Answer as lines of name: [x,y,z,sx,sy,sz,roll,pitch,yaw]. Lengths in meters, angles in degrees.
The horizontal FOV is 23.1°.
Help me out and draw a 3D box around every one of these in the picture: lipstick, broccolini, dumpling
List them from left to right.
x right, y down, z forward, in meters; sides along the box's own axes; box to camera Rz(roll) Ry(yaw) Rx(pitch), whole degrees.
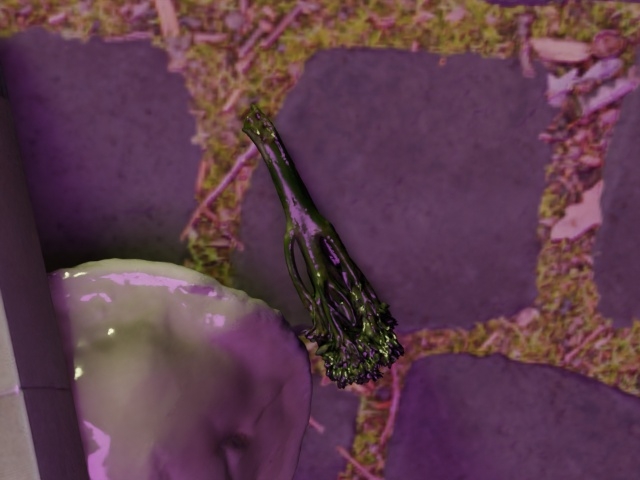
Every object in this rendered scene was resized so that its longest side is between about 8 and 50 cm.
lipstick: [-0.205,0.034,0.914,0.076,0.080,0.371,-15,82,11]
dumpling: [-0.109,0.129,1.042,0.227,0.175,0.243,-26,152,-13]
broccolini: [-0.012,0.005,1.049,0.058,0.074,0.201,-31,100,6]
